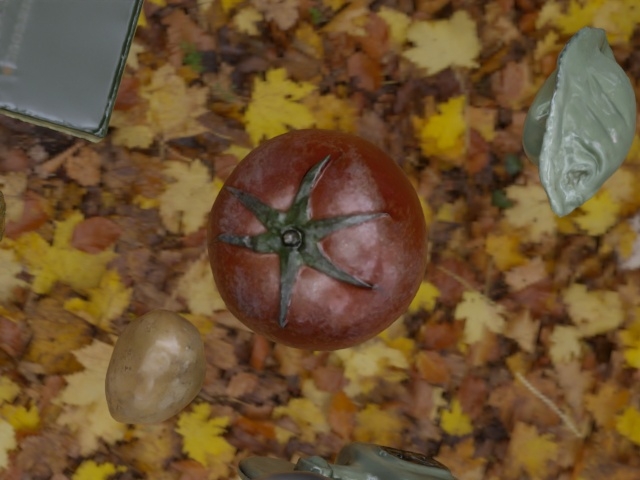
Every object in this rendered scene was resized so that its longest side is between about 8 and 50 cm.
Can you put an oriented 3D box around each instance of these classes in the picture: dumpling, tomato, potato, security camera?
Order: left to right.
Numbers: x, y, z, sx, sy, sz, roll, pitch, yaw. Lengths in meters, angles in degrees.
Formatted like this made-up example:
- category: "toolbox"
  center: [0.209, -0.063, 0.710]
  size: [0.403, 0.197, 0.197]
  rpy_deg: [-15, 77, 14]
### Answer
- category: "potato"
  center: [-0.186, 0.147, 1.441]
  size: [0.112, 0.112, 0.147]
  rpy_deg: [12, 122, -30]
- category: "tomato"
  center: [0.000, 0.000, 1.505]
  size: [0.265, 0.265, 0.264]
  rpy_deg: [-3, 95, -30]
- category: "security camera"
  center: [0.042, 0.269, 1.413]
  size: [0.302, 0.157, 0.080]
  rpy_deg: [18, 96, -43]
- category: "dumpling"
  center: [0.269, -0.134, 1.381]
  size: [0.153, 0.108, 0.219]
  rpy_deg: [34, 63, -28]

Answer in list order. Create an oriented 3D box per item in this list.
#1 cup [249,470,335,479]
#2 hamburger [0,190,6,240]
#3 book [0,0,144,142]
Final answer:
- category: "cup"
  center: [-0.064, 0.371, 1.137]
  size: [0.212, 0.212, 0.317]
  rpy_deg: [57, 47, -21]
- category: "hamburger"
  center: [-0.415, 0.029, 1.323]
  size: [0.122, 0.189, 0.215]
  rpy_deg: [25, 94, 2]
- category: "book"
  center: [-0.336, -0.260, 1.119]
  size: [0.371, 0.043, 0.260]
  rpy_deg: [16, 89, -7]
